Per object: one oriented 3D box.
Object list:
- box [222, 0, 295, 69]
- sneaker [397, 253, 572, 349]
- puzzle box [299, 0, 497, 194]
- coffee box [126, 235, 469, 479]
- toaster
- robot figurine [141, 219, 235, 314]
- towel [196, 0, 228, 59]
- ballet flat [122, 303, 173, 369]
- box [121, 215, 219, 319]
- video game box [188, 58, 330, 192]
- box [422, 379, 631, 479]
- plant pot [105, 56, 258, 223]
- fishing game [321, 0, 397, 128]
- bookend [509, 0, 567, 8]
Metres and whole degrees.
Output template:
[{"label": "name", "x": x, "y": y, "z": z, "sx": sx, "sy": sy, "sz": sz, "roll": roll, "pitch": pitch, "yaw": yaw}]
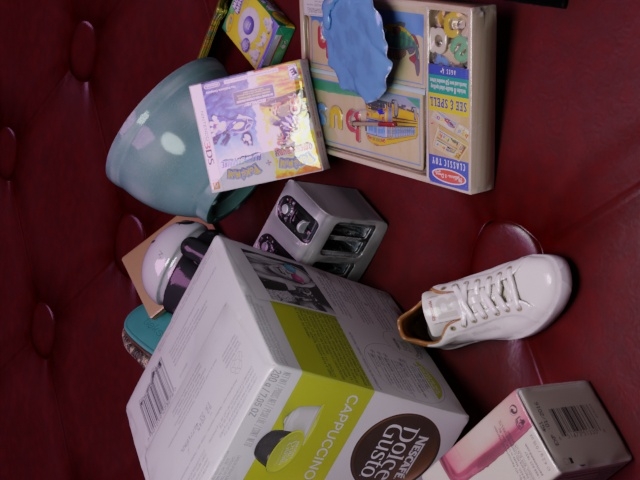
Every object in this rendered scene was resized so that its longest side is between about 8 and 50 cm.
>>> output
[{"label": "box", "x": -0.120, "y": -0.396, "z": 2.149, "sx": 0.179, "sy": 0.043, "sz": 0.105, "roll": 54, "pitch": 130, "yaw": 39}, {"label": "sneaker", "x": 0.223, "y": 0.098, "z": 1.656, "sx": 0.290, "sy": 0.123, "sz": 0.106, "roll": -32, "pitch": 64, "yaw": 46}, {"label": "puzzle box", "x": 0.108, "y": -0.241, "z": 1.809, "sx": 0.409, "sy": 0.052, "sz": 0.272, "roll": 20, "pitch": 118, "yaw": 50}, {"label": "coffee box", "x": -0.047, "y": 0.256, "z": 1.737, "sx": 0.338, "sy": 0.334, "sz": 0.338, "roll": -61, "pitch": 30, "yaw": 19}, {"label": "toaster", "x": 0.000, "y": 0.000, "z": 1.908, "sx": 0.110, "sy": 0.185, "sz": 0.168, "roll": 49, "pitch": 119, "yaw": 37}, {"label": "robot figurine", "x": -0.181, "y": 0.078, "z": 2.081, "sx": 0.278, "sy": 0.173, "sz": 0.209, "roll": 30, "pitch": 119, "yaw": 12}, {"label": "towel", "x": -0.222, "y": -0.364, "z": 2.269, "sx": 0.102, "sy": 0.021, "sz": 0.237, "roll": -85, "pitch": 17, "yaw": -57}, {"label": "ballet flat", "x": -0.217, "y": 0.267, "z": 2.209, "sx": 0.483, "sy": 0.164, "sz": 0.182, "roll": 30, "pitch": 152, "yaw": 52}, {"label": "box", "x": -0.280, "y": 0.036, "z": 2.294, "sx": 0.201, "sy": 0.021, "sz": 0.164, "roll": -37, "pitch": 54, "yaw": 7}, {"label": "video game box", "x": -0.102, "y": -0.187, "z": 1.945, "sx": 0.205, "sy": 0.048, "sz": 0.187, "roll": -11, "pitch": 97, "yaw": 19}, {"label": "box", "x": 0.271, "y": 0.304, "z": 1.575, "sx": 0.232, "sy": 0.148, "sz": 0.127, "roll": -51, "pitch": 52, "yaw": 39}, {"label": "plant pot", "x": -0.212, "y": -0.154, "z": 2.113, "sx": 0.196, "sy": 0.293, "sz": 0.293, "roll": 42, "pitch": 127, "yaw": 12}, {"label": "fishing game", "x": 0.059, "y": -0.299, "z": 1.779, "sx": 0.189, "sy": 0.041, "sz": 0.264, "roll": 9, "pitch": 115, "yaw": 61}, {"label": "bookend", "x": 0.235, "y": -0.371, "z": 1.599, "sx": 0.157, "sy": 0.156, "sz": 0.072, "roll": 30, "pitch": 115, "yaw": 49}]
